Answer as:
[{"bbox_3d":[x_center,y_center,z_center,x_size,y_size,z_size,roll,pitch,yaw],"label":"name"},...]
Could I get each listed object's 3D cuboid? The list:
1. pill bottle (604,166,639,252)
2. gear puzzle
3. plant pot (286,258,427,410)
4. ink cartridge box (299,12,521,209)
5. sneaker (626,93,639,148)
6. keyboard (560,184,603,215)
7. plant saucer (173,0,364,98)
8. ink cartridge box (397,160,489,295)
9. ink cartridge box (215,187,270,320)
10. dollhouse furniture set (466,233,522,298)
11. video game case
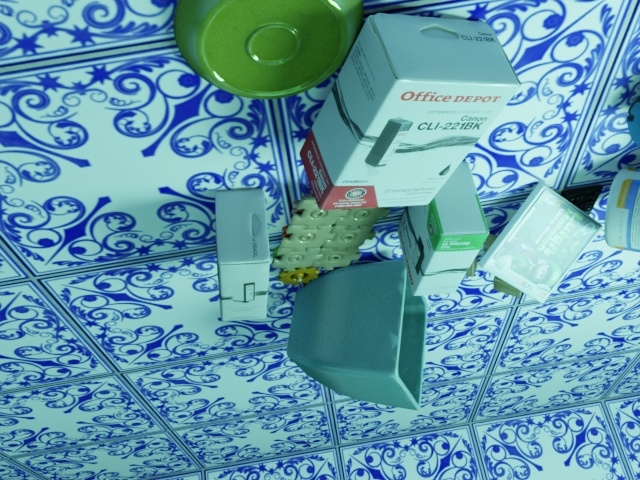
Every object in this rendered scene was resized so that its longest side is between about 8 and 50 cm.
[{"bbox_3d":[0.648,-0.038,1.218,0.271,0.152,0.152,13,163,34],"label":"pill bottle"},{"bbox_3d":[0.000,0.000,1.318,0.175,0.044,0.339,-1,150,-19],"label":"gear puzzle"},{"bbox_3d":[0.073,0.199,1.478,0.252,0.247,0.248,-2,152,19],"label":"plant pot"},{"bbox_3d":[0.113,-0.167,0.981,0.196,0.114,0.273,-4,149,-26],"label":"ink cartridge box"},{"bbox_3d":[0.598,-0.261,1.016,0.139,0.125,0.341,-14,159,-31],"label":"sneaker"},{"bbox_3d":[0.485,-0.045,1.399,0.108,0.023,0.180,-9,148,-1],"label":"keyboard"},{"bbox_3d":[-0.061,-0.254,0.882,0.240,0.037,0.241,-7,148,-5],"label":"plant saucer"},{"bbox_3d":[0.208,-0.016,1.239,0.086,0.153,0.208,-3,147,-10],"label":"ink cartridge box"},{"bbox_3d":[-0.135,0.028,1.213,0.085,0.148,0.203,-3,147,-8],"label":"ink cartridge box"},{"bbox_3d":[0.359,0.014,1.453,0.151,0.123,0.144,19,156,21],"label":"dollhouse furniture set"},{"bbox_3d":[0.419,0.009,1.341,0.173,0.022,0.190,28,104,-25],"label":"video game case"}]
